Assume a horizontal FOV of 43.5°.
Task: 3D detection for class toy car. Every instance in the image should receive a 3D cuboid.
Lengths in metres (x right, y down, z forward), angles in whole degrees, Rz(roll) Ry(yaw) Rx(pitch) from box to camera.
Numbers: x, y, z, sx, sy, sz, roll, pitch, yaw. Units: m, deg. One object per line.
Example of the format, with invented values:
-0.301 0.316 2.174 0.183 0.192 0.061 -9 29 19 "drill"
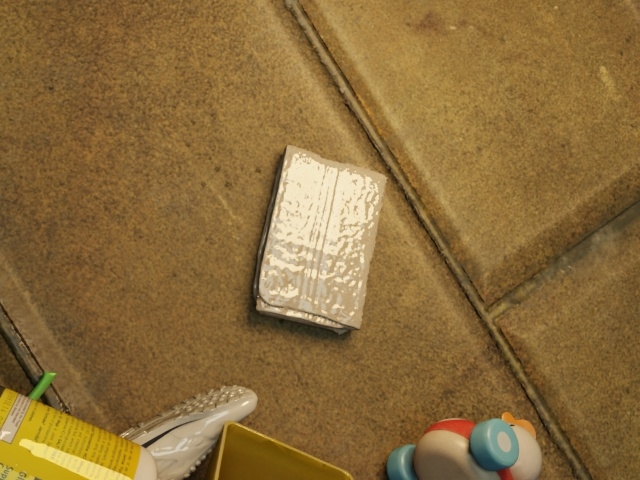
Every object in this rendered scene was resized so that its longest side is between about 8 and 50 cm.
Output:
0.271 0.344 1.277 0.238 0.219 0.210 -33 91 -47 "toy car"

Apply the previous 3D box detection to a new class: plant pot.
-0.089 0.419 1.117 0.212 0.212 0.187 27 113 -11 "plant pot"

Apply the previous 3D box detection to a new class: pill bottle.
-0.331 0.324 1.023 0.333 0.188 0.188 27 75 -14 "pill bottle"

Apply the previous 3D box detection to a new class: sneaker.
-0.195 0.294 1.186 0.235 0.090 0.095 -24 97 -12 "sneaker"

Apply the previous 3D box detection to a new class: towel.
0.000 0.000 1.304 0.187 0.049 0.282 16 76 -15 "towel"

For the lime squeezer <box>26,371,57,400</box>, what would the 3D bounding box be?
-0.448 0.339 1.123 0.109 0.058 0.311 14 74 -45 "lime squeezer"
